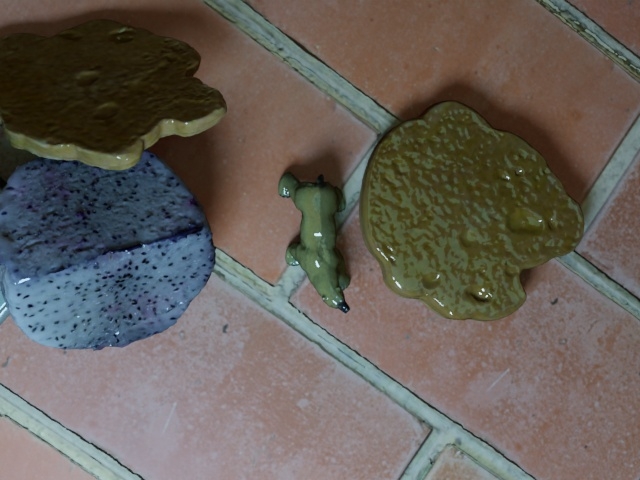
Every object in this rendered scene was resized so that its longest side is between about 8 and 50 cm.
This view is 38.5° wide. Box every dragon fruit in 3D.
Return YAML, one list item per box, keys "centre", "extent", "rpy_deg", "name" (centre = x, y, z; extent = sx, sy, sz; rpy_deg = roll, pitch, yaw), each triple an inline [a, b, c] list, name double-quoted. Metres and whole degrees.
- centre: [-0.309, 0.008, 1.266]
  extent: [0.282, 0.204, 0.221]
  rpy_deg: [-18, 58, -22]
  name: "dragon fruit"

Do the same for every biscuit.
- centre: [-0.311, -0.208, 1.281]
  extent: [0.375, 0.051, 0.269]
  rpy_deg: [13, 53, 11]
  name: "biscuit"
- centre: [0.225, -0.035, 1.420]
  extent: [0.351, 0.057, 0.312]
  rpy_deg: [27, 83, -5]
  name: "biscuit"

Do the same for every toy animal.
- centre: [0.000, 0.000, 1.360]
  extent: [0.103, 0.101, 0.219]
  rpy_deg: [-3, 87, -11]
  name: "toy animal"

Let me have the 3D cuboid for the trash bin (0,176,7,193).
- centre: [-0.591, -0.054, 1.260]
  extent: [0.247, 0.121, 0.243]
  rpy_deg: [-45, 95, -6]
  name: "trash bin"

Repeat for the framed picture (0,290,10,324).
- centre: [-0.564, 0.115, 1.234]
  extent: [0.289, 0.016, 0.213]
  rpy_deg: [-48, 125, -1]
  name: "framed picture"
